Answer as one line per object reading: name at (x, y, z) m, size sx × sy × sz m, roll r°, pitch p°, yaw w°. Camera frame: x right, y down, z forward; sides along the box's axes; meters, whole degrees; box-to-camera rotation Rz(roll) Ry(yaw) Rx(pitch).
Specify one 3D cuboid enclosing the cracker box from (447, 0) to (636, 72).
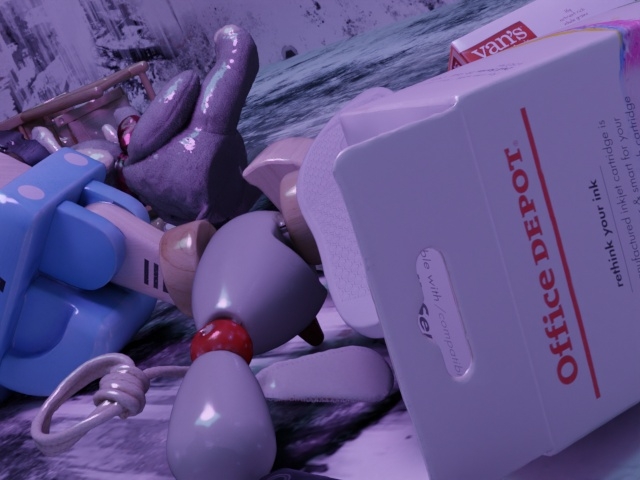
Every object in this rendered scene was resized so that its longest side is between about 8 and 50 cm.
cracker box at (0.228, -0.096, 0.881) m, size 0.156 × 0.232 × 0.067 m, roll -29°, pitch -29°, yaw -15°

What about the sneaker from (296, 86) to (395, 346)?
sneaker at (0.070, 0.002, 0.838) m, size 0.105 × 0.147 × 0.295 m, roll -37°, pitch 32°, yaw 18°

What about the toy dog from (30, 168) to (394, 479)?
toy dog at (-0.047, 0.090, 0.870) m, size 0.220 × 0.161 × 0.333 m, roll -10°, pitch 35°, yaw 34°

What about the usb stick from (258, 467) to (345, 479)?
usb stick at (0.040, 0.166, 0.583) m, size 0.077 × 0.045 × 0.278 m, roll -41°, pitch 21°, yaw -31°

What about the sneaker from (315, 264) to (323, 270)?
sneaker at (-0.001, -0.001, 1.207) m, size 0.152 × 0.058 × 0.084 m, roll -21°, pitch 22°, yaw 36°

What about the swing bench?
swing bench at (-0.370, -0.127, 1.854) m, size 0.255 × 0.253 × 0.165 m, roll -15°, pitch 17°, yaw 30°

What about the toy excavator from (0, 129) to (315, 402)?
toy excavator at (-0.218, 0.028, 1.172) m, size 0.222 × 0.445 × 0.432 m, roll -61°, pitch -5°, yaw -65°

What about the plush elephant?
plush elephant at (-0.231, -0.102, 1.516) m, size 0.255 × 0.272 × 0.330 m, roll 10°, pitch 54°, yaw 21°

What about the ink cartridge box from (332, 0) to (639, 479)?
ink cartridge box at (0.148, -0.016, 0.661) m, size 0.353 × 0.207 × 0.119 m, roll -23°, pitch 14°, yaw -27°
